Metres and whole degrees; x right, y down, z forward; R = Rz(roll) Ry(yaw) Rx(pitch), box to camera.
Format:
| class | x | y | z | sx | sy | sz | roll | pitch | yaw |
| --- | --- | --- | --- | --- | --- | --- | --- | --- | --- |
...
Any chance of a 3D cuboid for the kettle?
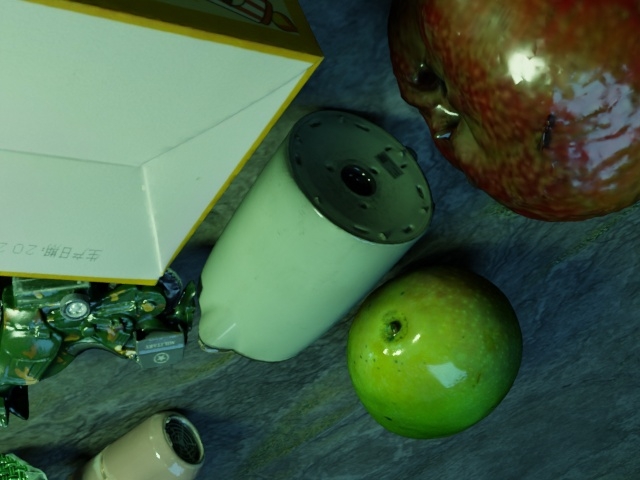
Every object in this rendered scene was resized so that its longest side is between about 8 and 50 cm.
| class | x | y | z | sx | sy | sz | roll | pitch | yaw |
| --- | --- | --- | --- | --- | --- | --- | --- | --- | --- |
| kettle | 0.000 | 0.000 | 1.197 | 0.240 | 0.165 | 0.255 | -33 | 165 | -46 |

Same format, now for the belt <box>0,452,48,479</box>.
| class | x | y | z | sx | sy | sz | roll | pitch | yaw |
| --- | --- | --- | --- | --- | --- | --- | --- | --- | --- |
| belt | -0.395 | 0.337 | 1.498 | 0.079 | 0.121 | 0.151 | -50 | 168 | -38 |

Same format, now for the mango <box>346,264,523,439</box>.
| class | x | y | z | sx | sy | sz | roll | pitch | yaw |
| --- | --- | --- | --- | --- | --- | --- | --- | --- | --- |
| mango | 0.152 | 0.158 | 1.489 | 0.225 | 0.201 | 0.382 | -31 | 153 | -4 |

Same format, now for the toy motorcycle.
| class | x | y | z | sx | sy | sz | roll | pitch | yaw |
| --- | --- | --- | --- | --- | --- | --- | --- | --- | --- |
| toy motorcycle | -0.265 | 0.102 | 1.199 | 0.274 | 0.125 | 0.187 | -8 | 133 | -11 |

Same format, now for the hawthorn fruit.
| class | x | y | z | sx | sy | sz | roll | pitch | yaw |
| --- | --- | --- | --- | --- | --- | --- | --- | --- | --- |
| hawthorn fruit | 0.231 | -0.196 | 0.944 | 0.369 | 0.285 | 0.285 | -44 | 150 | -7 |

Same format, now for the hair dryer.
| class | x | y | z | sx | sy | sz | roll | pitch | yaw |
| --- | --- | --- | --- | --- | --- | --- | --- | --- | --- |
| hair dryer | -0.263 | 0.371 | 1.461 | 0.189 | 0.344 | 0.107 | -35 | 108 | 21 |

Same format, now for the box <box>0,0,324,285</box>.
| class | x | y | z | sx | sy | sz | roll | pitch | yaw |
| --- | --- | --- | --- | --- | --- | --- | --- | --- | --- |
| box | -0.202 | -0.131 | 0.789 | 0.283 | 0.214 | 0.259 | 5 | 137 | -40 |
